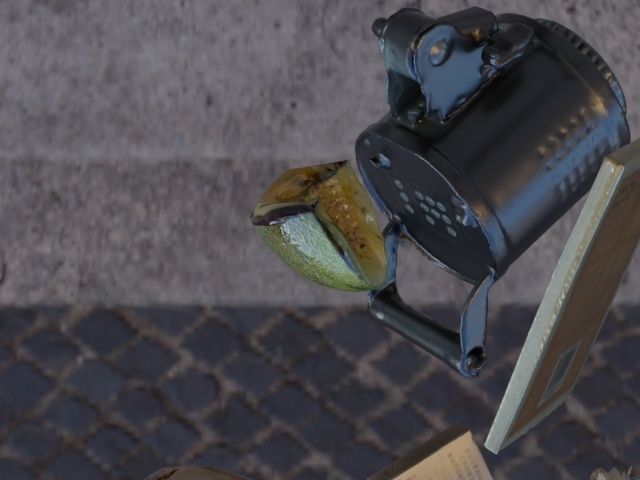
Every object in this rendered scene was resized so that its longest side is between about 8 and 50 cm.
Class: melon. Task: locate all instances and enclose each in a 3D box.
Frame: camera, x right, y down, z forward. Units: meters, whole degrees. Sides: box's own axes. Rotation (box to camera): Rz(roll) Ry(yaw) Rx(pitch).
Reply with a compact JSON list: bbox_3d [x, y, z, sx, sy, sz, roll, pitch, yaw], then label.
[{"bbox_3d":[0.000,0.000,1.603,0.079,0.160,0.128,-30,99,18],"label":"melon"}]

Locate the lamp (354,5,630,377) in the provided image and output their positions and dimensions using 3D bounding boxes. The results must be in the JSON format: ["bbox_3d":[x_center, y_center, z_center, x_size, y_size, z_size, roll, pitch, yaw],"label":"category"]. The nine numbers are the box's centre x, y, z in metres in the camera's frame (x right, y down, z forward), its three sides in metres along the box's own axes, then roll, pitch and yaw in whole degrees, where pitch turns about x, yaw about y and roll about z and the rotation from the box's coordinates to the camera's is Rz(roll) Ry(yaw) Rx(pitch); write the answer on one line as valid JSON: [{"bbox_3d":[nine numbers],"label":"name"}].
[{"bbox_3d":[0.185,-0.090,1.899,0.272,0.205,0.374,-25,126,-28],"label":"lamp"}]

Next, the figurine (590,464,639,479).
[{"bbox_3d":[0.335,0.350,1.910,0.166,0.387,0.207,-6,99,5],"label":"figurine"}]

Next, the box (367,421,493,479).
[{"bbox_3d":[0.082,0.177,1.354,0.083,0.024,0.053,-29,110,-13],"label":"box"}]

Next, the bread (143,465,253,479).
[{"bbox_3d":[-0.122,0.323,2.010,0.199,0.199,0.104,15,100,-11],"label":"bread"}]

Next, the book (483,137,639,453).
[{"bbox_3d":[0.198,0.032,1.366,0.018,0.170,0.241,28,113,19],"label":"book"}]
